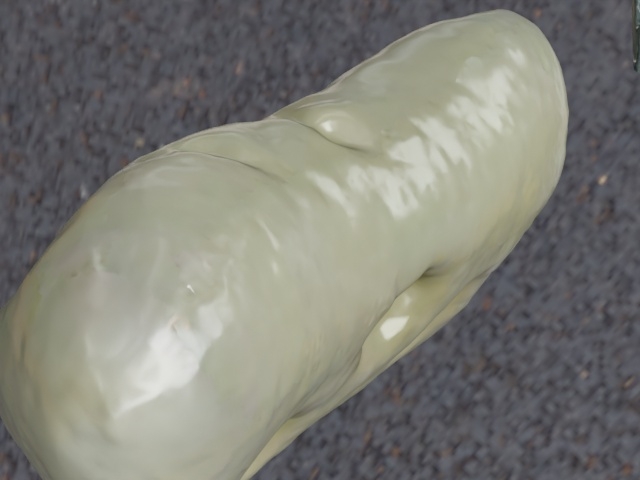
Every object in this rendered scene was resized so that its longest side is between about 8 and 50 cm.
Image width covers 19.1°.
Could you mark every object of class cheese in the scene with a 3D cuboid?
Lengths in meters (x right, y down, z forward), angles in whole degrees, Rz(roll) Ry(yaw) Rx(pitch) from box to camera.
[{"bbox_3d":[0.000,0.000,0.870,0.328,0.351,0.129,-39,85,-10],"label":"cheese"}]

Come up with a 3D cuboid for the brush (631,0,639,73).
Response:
[{"bbox_3d":[0.114,-0.159,0.772,0.060,0.068,0.297,3,36,6],"label":"brush"}]
